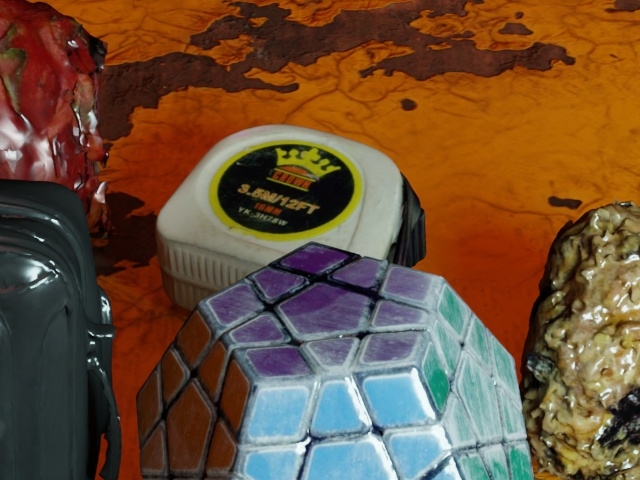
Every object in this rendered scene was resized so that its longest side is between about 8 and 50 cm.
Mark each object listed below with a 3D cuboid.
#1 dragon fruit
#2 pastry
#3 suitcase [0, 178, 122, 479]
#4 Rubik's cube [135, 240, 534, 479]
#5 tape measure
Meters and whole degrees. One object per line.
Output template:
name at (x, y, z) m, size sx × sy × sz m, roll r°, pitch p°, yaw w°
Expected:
dragon fruit at (-0.341, -0.108, 1.999) m, size 0.301 × 0.296 × 0.295 m, roll -2°, pitch 29°, yaw -27°
pastry at (0.267, 0.091, 1.661) m, size 0.193 × 0.275 × 0.275 m, roll 9°, pitch 34°, yaw 8°
suitcase at (-0.326, 0.120, 1.572) m, size 0.339 × 0.345 × 0.188 m, roll 1°, pitch 27°, yaw -4°
Rubik's cube at (0.010, 0.162, 1.563) m, size 0.319 × 0.319 × 0.264 m, roll -5°, pitch 7°, yaw -3°
tape measure at (0.000, 0.000, 1.948) m, size 0.271 × 0.133 × 0.231 m, roll 16°, pitch 45°, yaw 24°
